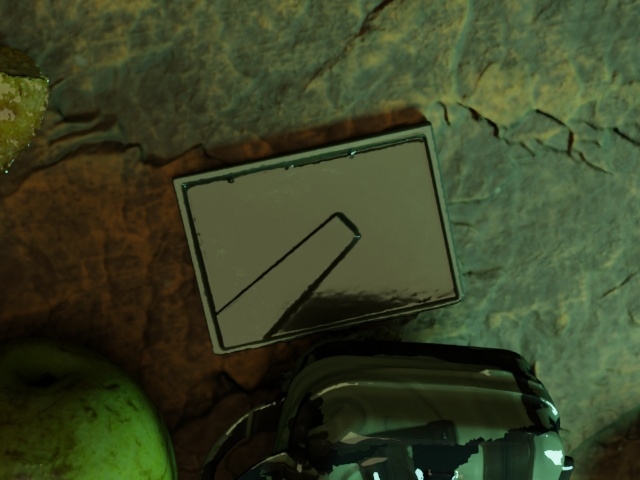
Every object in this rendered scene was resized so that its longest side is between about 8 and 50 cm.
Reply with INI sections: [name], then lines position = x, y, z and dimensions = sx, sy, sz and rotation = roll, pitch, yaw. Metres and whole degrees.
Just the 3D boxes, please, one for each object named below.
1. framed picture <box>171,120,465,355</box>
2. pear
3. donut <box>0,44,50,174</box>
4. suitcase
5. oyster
[framed picture]
position = 0.000, 0.000, 1.786
dimensions = 0.265, 0.018, 0.192
rotation = -12, 102, -2
[pear]
position = -0.275, 0.235, 1.727
dimensions = 0.283, 0.283, 0.283
rotation = -2, 109, -5
[donut]
position = -0.395, -0.117, 1.673
dimensions = 0.259, 0.101, 0.152
rotation = 8, 112, -14
[suitcase]
position = 0.049, 0.253, 1.775
dimensions = 0.339, 0.194, 0.351
rotation = 4, 124, -13
[oyster]
position = 0.021, 0.141, 1.831
dimensions = 0.108, 0.053, 0.165
rotation = 34, 110, -4
